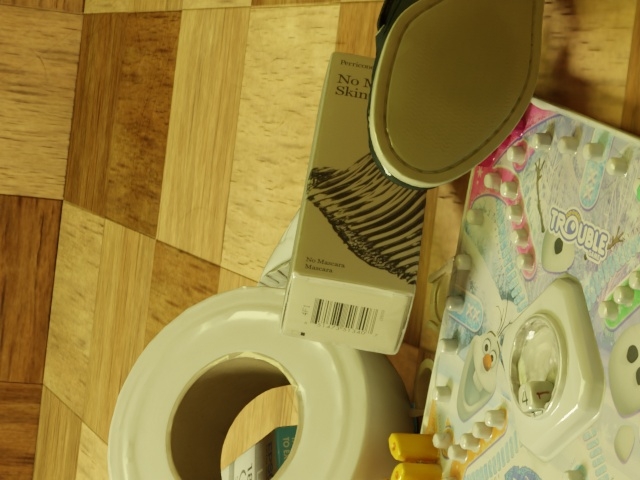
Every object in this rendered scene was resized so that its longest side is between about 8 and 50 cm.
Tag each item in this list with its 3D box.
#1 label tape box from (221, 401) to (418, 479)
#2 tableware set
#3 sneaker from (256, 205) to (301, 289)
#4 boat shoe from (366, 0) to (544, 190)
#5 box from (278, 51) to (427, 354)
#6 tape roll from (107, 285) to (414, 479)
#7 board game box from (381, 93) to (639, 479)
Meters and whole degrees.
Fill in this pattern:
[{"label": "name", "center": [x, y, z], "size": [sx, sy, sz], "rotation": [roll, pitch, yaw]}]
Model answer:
[{"label": "label tape box", "center": [-0.011, 0.311, 1.830], "size": [0.334, 0.106, 0.240], "rotation": [135, 136, -61]}, {"label": "tableware set", "center": [0.118, 0.097, 1.657], "size": [0.141, 0.020, 0.168], "rotation": [177, 98, -70]}, {"label": "sneaker", "center": [0.000, 0.000, 1.940], "size": [0.235, 0.090, 0.095], "rotation": [129, 155, -50]}, {"label": "boat shoe", "center": [0.103, -0.161, 1.505], "size": [0.113, 0.127, 0.340], "rotation": [-46, 23, 55]}, {"label": "box", "center": [0.038, -0.037, 1.664], "size": [0.094, 0.113, 0.275], "rotation": [102, 177, -50]}, {"label": "tape roll", "center": [-0.057, 0.188, 1.748], "size": [0.286, 0.100, 0.286], "rotation": [-13, 63, 26]}, {"label": "board game box", "center": [0.168, 0.098, 1.445], "size": [0.390, 0.050, 0.390], "rotation": [-144, 62, -64]}]
